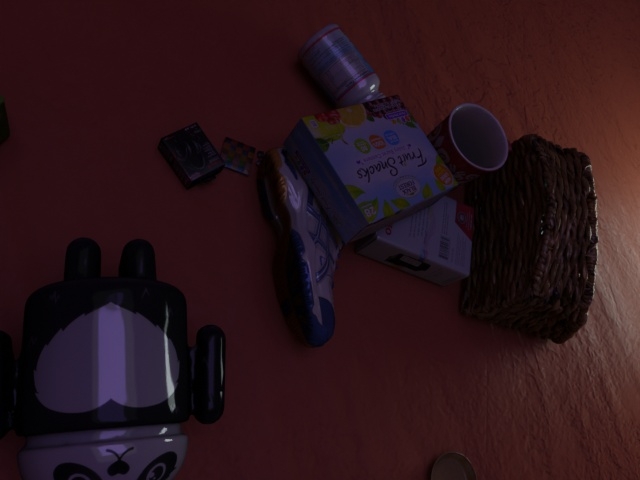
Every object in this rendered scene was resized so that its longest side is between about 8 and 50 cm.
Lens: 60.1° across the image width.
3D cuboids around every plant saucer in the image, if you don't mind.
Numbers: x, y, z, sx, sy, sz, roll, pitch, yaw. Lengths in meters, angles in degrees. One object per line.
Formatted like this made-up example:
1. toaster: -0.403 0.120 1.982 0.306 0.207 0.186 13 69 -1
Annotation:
1. plant saucer: 0.193 0.356 0.814 0.083 0.015 0.084 9 68 -23

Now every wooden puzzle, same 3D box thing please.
1. wooden puzzle: -0.126 -0.127 0.836 0.083 0.006 0.049 20 65 -19

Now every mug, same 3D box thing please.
1. mug: 0.220 -0.124 0.910 0.150 0.169 0.113 24 63 -17

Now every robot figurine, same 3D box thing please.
1. robot figurine: -0.227 0.139 0.592 0.209 0.173 0.278 -10 72 14

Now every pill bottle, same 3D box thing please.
1. pill bottle: 0.042 -0.272 0.923 0.087 0.087 0.160 -39 92 -31

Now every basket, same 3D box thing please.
1. basket: 0.389 -0.002 0.923 0.222 0.213 0.299 18 65 -19

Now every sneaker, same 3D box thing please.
1. sneaker: 0.000 0.000 0.792 0.130 0.112 0.297 -2 74 -27

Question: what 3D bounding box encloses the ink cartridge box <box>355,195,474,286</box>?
1. ink cartridge box: 0.155 -0.018 0.895 0.175 0.072 0.128 21 63 -18

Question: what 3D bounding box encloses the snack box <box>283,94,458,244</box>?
1. snack box: 0.077 -0.110 0.801 0.207 0.070 0.175 -23 77 -37

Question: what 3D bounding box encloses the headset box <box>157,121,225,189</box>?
1. headset box: -0.182 -0.118 0.791 0.062 0.032 0.083 -34 87 -31

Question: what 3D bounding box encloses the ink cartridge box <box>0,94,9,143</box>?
1. ink cartridge box: -0.518 -0.157 0.603 0.255 0.097 0.189 38 61 -10
